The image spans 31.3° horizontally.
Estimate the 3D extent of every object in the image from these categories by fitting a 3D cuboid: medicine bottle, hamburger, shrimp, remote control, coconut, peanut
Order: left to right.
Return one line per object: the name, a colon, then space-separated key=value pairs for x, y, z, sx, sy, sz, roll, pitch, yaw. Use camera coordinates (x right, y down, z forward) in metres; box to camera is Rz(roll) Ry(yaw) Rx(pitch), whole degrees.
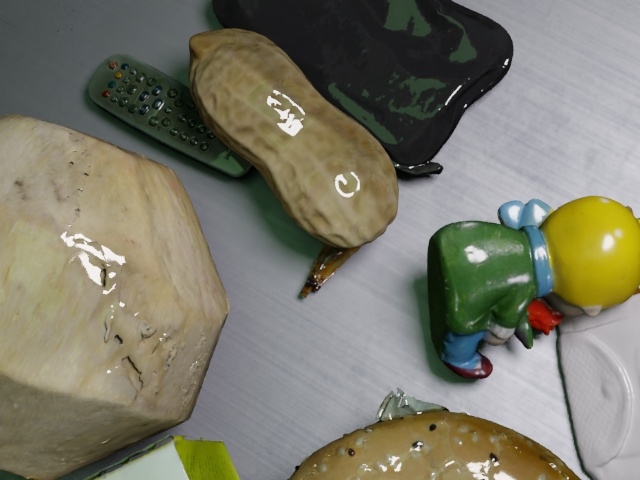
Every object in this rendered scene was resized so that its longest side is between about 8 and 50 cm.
coconut: x=-0.258 y=0.063 z=1.117 sx=0.353 sy=0.352 sz=0.352 roll=-2 pitch=77 yaw=8
medicine bottle: x=-0.147 y=0.278 z=1.078 sx=0.137 sy=0.250 sz=0.141 roll=-25 pitch=77 yaw=1
remote control: x=-0.164 y=-0.138 z=1.283 sx=0.222 sy=0.042 sz=0.072 roll=31 pitch=82 yaw=15
peanut: x=-0.032 y=-0.113 z=1.192 sx=0.120 sy=0.136 sz=0.298 roll=-43 pitch=78 yaw=3
shrimp: x=0.000 y=0.000 z=1.235 sx=0.091 sy=0.025 sz=0.127 roll=27 pitch=78 yaw=14
hamburger: x=0.084 y=0.309 z=1.066 sx=0.277 sy=0.195 sz=0.318 roll=28 pitch=80 yaw=12

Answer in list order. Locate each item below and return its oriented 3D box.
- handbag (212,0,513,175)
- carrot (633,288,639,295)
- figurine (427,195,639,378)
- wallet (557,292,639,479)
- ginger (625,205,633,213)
handbag: x=0.049 y=-0.227 z=1.254 sx=0.332 sy=0.075 sz=0.191 roll=41 pitch=87 yaw=14
carrot: x=0.347 y=0.133 z=1.137 sx=0.061 sy=0.061 sz=0.209 roll=-24 pitch=71 yaw=2
figurine: x=0.227 y=0.045 z=1.126 sx=0.234 sy=0.185 sz=0.127 roll=-10 pitch=32 yaw=-10
wallet: x=0.299 y=0.149 z=1.125 sx=0.124 sy=0.032 sz=0.183 roll=-20 pitch=72 yaw=37
ginger: x=0.286 y=-0.005 z=1.182 sx=0.137 sy=0.044 sz=0.057 roll=6 pitch=69 yaw=8
